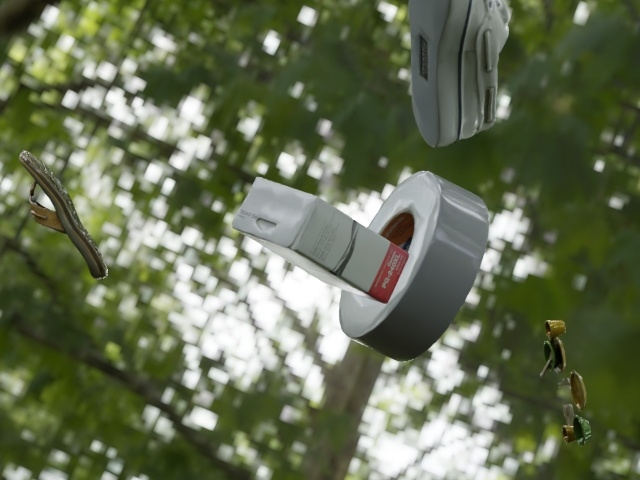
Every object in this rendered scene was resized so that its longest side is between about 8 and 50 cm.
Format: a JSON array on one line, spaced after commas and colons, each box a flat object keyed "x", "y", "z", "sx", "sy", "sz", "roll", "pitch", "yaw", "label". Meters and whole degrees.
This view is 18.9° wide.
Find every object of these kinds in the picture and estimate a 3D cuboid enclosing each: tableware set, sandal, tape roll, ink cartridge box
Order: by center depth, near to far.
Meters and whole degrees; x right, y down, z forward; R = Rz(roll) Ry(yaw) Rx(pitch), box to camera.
[{"x": 0.000, "y": 0.000, "z": 1.983, "sx": 0.150, "sy": 0.063, "sz": 0.109, "roll": 32, "pitch": -9, "yaw": -41, "label": "ink cartridge box"}, {"x": 0.108, "y": 0.030, "z": 2.268, "sx": 0.072, "sy": 0.219, "sz": 0.219, "roll": 26, "pitch": -27, "yaw": -20, "label": "tape roll"}, {"x": -0.313, "y": -0.026, "z": 2.283, "sx": 0.180, "sy": 0.049, "sz": 0.072, "roll": 59, "pitch": 1, "yaw": 1, "label": "sandal"}, {"x": 0.291, "y": 0.171, "z": 2.309, "sx": 0.024, "sy": 0.154, "sz": 0.104, "roll": -9, "pitch": -5, "yaw": -10, "label": "tableware set"}]

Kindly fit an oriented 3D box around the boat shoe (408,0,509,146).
[{"x": 0.137, "y": -0.207, "z": 1.851, "sx": 0.084, "sy": 0.095, "sz": 0.258, "roll": -15, "pitch": -43, "yaw": -17, "label": "boat shoe"}]
